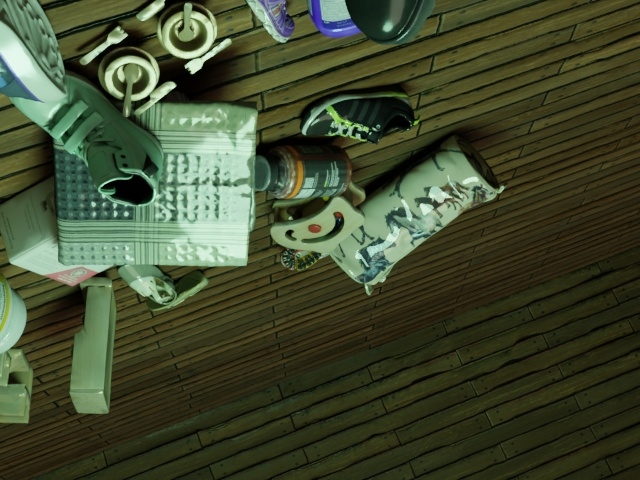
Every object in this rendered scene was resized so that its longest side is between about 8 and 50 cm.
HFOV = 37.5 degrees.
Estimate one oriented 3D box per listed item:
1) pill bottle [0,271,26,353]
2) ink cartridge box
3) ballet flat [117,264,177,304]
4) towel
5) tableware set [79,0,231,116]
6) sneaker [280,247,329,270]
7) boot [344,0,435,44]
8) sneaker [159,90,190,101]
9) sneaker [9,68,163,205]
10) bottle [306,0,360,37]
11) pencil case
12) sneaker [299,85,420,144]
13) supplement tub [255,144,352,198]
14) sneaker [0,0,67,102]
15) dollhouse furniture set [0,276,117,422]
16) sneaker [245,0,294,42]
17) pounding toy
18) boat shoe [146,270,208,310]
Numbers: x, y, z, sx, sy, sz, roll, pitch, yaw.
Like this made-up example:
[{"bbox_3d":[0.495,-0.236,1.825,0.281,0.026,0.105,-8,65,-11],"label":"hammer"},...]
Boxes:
[{"bbox_3d":[-0.664,0.106,1.658,0.187,0.188,0.334,-25,159,4],"label":"pill bottle"},{"bbox_3d":[-0.391,-0.046,1.673,0.283,0.117,0.207,-27,159,9],"label":"ink cartridge box"},{"bbox_3d":[-0.378,0.098,2.104,0.072,0.068,0.213,-27,159,9],"label":"ballet flat"},{"bbox_3d":[-0.261,-0.091,1.517,0.324,0.056,0.312,2,122,-9],"label":"towel"},{"bbox_3d":[-0.231,-0.262,1.341,0.194,0.039,0.128,-34,131,14],"label":"tableware set"},{"bbox_3d":[0.000,0.000,2.273,0.225,0.088,0.092,-22,-174,-15],"label":"sneaker"},{"bbox_3d":[-0.051,-0.393,0.988,0.445,0.146,0.367,-10,116,-40],"label":"boot"},{"bbox_3d":[-0.243,-0.164,1.590,0.104,0.095,0.236,-16,160,2],"label":"sneaker"},{"bbox_3d":[-0.330,-0.146,1.343,0.256,0.151,0.094,32,112,-27],"label":"sneaker"},{"bbox_3d":[0.033,-0.396,1.305,0.118,0.092,0.283,-20,159,-4],"label":"bottle"},{"bbox_3d":[0.210,-0.064,2.128,0.410,0.183,0.160,-36,-169,16],"label":"pencil case"},{"bbox_3d":[0.079,-0.224,1.762,0.234,0.097,0.084,-17,158,-17],"label":"sneaker"},{"bbox_3d":[-0.041,-0.135,1.844,0.197,0.106,0.106,-4,152,-40],"label":"supplement tub"},{"bbox_3d":[-0.473,-0.238,1.144,0.236,0.130,0.323,-15,164,5],"label":"sneaker"},{"bbox_3d":[-0.648,0.221,2.015,0.394,0.257,0.362,2,154,-7],"label":"dollhouse furniture set"},{"bbox_3d":[-0.067,-0.347,1.362,0.071,0.068,0.170,-32,158,6],"label":"sneaker"},{"bbox_3d":[-0.018,-0.075,2.051,0.154,0.155,0.269,22,140,-24],"label":"pounding toy"},{"bbox_3d":[-0.338,0.124,2.232,0.153,0.056,0.048,-32,154,2],"label":"boat shoe"}]
